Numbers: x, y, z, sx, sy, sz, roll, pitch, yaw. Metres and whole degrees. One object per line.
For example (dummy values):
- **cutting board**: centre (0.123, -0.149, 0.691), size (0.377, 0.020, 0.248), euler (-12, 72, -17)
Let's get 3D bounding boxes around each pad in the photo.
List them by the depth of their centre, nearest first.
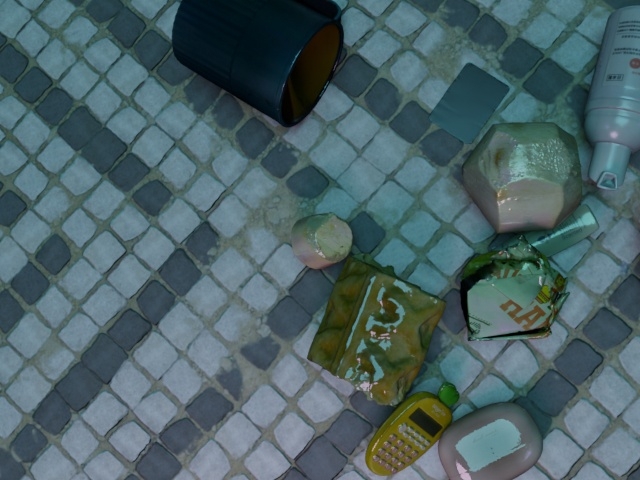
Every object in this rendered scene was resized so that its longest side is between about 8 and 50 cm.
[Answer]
- **pad**: centre (0.320, -0.296, 1.591), size (0.112, 0.003, 0.157), euler (36, 87, 12)

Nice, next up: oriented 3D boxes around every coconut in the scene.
- **coconut**: centre (0.390, -0.125, 1.451), size (0.241, 0.241, 0.241), euler (-1, 81, 8)
- **coconut**: centre (0.000, 0.000, 1.537), size (0.116, 0.122, 0.116), euler (7, 77, -29)

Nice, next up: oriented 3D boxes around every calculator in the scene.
- **calculator**: centre (0.182, 0.369, 1.447), size (0.235, 0.146, 0.032), euler (-46, 39, 0)

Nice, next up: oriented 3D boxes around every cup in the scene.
- **cup**: centre (-0.121, -0.439, 1.558), size (0.292, 0.242, 0.308), euler (30, 89, 14)

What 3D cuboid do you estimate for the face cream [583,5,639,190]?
- **face cream**: centre (0.602, -0.267, 1.474), size (0.145, 0.145, 0.370), euler (17, 84, 10)

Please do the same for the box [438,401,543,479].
- **box**: centre (0.330, 0.401, 1.437), size (0.200, 0.088, 0.146), euler (-26, 77, 4)

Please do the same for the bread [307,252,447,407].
- **bread**: centre (0.111, 0.175, 1.458), size (0.196, 0.238, 0.252), euler (29, 90, -29)

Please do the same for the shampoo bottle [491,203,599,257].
- **shampoo bottle**: centre (0.456, -0.001, 1.502), size (0.212, 0.049, 0.072), euler (-28, 80, 3)

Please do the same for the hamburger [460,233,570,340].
- **hamburger**: centre (0.372, 0.087, 1.436), size (0.214, 0.125, 0.235), euler (-13, 114, 3)
